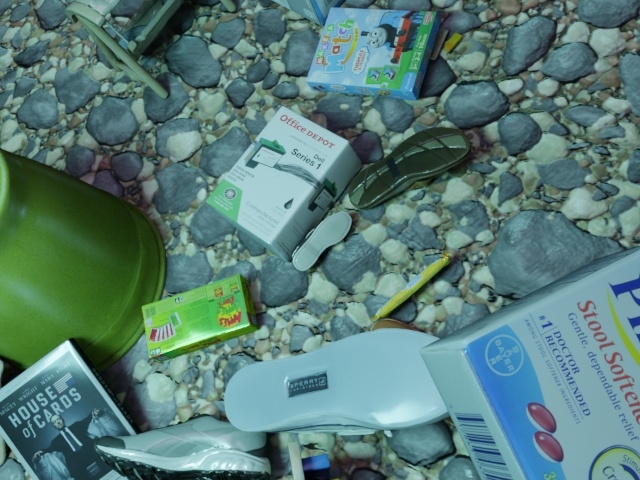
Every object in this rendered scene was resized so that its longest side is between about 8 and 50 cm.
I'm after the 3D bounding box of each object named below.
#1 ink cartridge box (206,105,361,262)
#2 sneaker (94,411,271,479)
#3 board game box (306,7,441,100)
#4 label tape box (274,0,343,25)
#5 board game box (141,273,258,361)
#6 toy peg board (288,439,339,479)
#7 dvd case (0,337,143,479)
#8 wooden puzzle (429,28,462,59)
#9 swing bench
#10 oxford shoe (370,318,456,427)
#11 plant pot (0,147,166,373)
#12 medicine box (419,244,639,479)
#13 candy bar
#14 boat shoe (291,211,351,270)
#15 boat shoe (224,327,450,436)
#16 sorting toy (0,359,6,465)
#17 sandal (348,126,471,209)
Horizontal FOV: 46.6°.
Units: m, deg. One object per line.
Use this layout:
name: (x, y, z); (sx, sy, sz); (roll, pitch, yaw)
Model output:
ink cartridge box: (-0.060, -0.099, 1.266); (0.160, 0.092, 0.219); (32, 80, 28)
sneaker: (-0.206, 0.314, 1.127); (0.271, 0.100, 0.108); (1, 53, 5)
board game box: (0.094, -0.340, 1.341); (0.211, 0.039, 0.160); (11, 76, 28)
label tape box: (-0.053, -0.607, 1.487); (0.334, 0.106, 0.240); (36, 82, 29)
board game box: (-0.201, 0.129, 1.235); (0.181, 0.043, 0.092); (-19, 68, 10)
toy peg board: (0.010, 0.363, 1.005); (0.079, 0.161, 0.160); (-9, 62, -4)
dvd case: (-0.397, 0.302, 1.178); (0.179, 0.029, 0.238); (-37, 89, 1)
wooden puzzle: (0.190, -0.357, 1.343); (0.116, 0.014, 0.078); (25, 73, 27)
swing bench: (-0.336, -0.465, 1.436); (0.165, 0.254, 0.253); (32, 80, 28)
oxford shoe: (0.146, 0.180, 1.078); (0.076, 0.076, 0.212); (-47, 57, -2)
plant pot: (-0.500, 0.015, 1.219); (0.366, 0.353, 0.366); (-7, 65, 16)
medicine box: (0.310, 0.179, 0.852); (0.289, 0.149, 0.263); (-24, 84, -15)
candy bar: (0.139, 0.074, 1.151); (0.161, 0.040, 0.018); (-41, 88, -2)
boat shoe: (0.000, 0.000, 1.231); (0.046, 0.038, 0.125); (43, 84, -14)
boat shoe: (0.055, 0.218, 1.042); (0.367, 0.156, 0.136); (-17, 65, 26)
sorting toy: (-0.601, 0.261, 1.274); (0.193, 0.038, 0.208); (23, 115, 26)
sandal: (0.149, -0.112, 1.225); (0.219, 0.060, 0.090); (-33, 53, 19)
